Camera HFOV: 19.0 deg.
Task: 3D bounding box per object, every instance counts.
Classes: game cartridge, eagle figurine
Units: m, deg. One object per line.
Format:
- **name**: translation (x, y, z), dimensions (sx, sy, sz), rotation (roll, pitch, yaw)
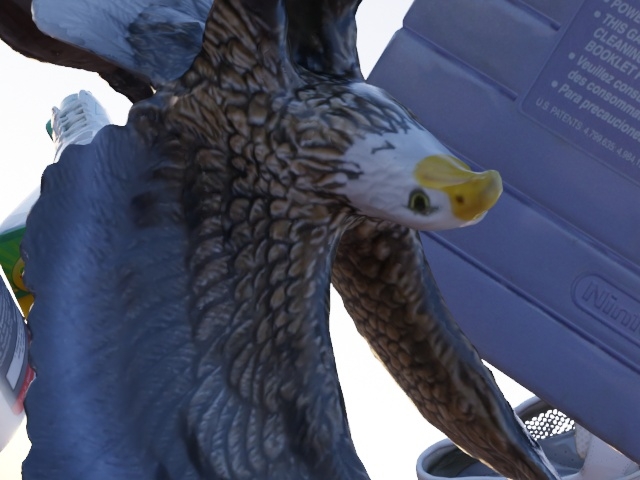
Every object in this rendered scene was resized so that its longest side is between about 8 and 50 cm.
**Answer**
- **game cartridge**: translation (0.183, -0.010, 0.850), dimensions (0.355, 0.230, 0.068), rotation (34, 3, 20)
- **eagle figurine**: translation (0.002, 0.002, 0.720), dimensions (0.226, 0.298, 0.225), rotation (-2, 9, 1)

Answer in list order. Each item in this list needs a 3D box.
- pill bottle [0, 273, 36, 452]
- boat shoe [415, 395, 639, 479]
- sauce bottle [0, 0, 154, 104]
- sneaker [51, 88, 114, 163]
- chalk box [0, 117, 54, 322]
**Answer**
- **pill bottle**: translation (-0.354, 0.023, 1.407), dimensions (0.210, 0.210, 0.363), rotation (25, -27, 26)
- **boat shoe**: translation (0.195, 0.130, 1.294), dimensions (0.096, 0.277, 0.098), rotation (53, 18, -41)
- **sauce bottle**: translation (-0.154, -0.162, 0.932), dimensions (0.344, 0.111, 0.111), rotation (44, -17, -27)
- **sneaker**: translation (-0.170, -0.072, 1.341), dimensions (0.152, 0.054, 0.061), rotation (-122, -171, -82)
- **chalk box**: translation (-0.148, 0.014, 1.626), dimensions (0.180, 0.179, 0.289), rotation (-63, 134, -66)
